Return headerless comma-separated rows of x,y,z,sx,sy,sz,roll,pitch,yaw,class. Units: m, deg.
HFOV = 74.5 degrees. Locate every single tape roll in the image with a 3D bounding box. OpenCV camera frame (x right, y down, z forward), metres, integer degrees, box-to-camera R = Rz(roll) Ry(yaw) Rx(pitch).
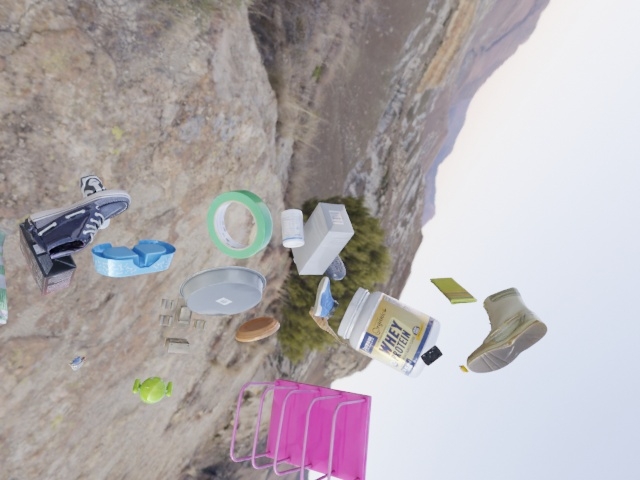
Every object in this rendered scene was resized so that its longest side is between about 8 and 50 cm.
-0.385,-0.078,1.995,0.322,0.321,0.077,-64,166,23,tape roll

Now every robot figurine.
-0.455,0.406,1.140,0.115,0.101,0.067,137,-36,-56,robot figurine

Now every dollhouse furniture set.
-0.667,0.400,2.014,0.161,0.212,0.242,-7,-107,64,dollhouse furniture set

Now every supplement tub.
-0.087,-0.037,1.319,0.071,0.070,0.107,96,-11,-75,supplement tub
0.242,0.322,1.510,0.228,0.316,0.228,-59,166,-25,supplement tub

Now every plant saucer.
-0.280,0.384,1.851,0.200,0.199,0.037,-43,121,-71,plant saucer

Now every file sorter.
-0.050,0.467,1.031,0.182,0.290,0.202,27,66,-56,file sorter

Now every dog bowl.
-0.680,0.064,1.545,0.297,0.165,0.074,-9,117,-51,dog bowl

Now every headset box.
-1.028,0.068,1.580,0.110,0.218,0.293,-24,174,-40,headset box

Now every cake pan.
-0.329,0.182,1.439,0.293,0.292,0.054,110,-28,-54,cake pan

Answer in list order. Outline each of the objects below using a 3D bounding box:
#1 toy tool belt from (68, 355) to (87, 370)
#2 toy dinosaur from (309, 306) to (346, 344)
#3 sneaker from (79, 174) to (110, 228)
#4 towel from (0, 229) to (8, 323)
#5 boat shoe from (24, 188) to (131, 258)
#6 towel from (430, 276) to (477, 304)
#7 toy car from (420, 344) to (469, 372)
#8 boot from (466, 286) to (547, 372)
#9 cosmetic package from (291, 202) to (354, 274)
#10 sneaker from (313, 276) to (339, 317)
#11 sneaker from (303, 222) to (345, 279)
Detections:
-1.150,0.571,1.992,0.052,0.051,0.083,-20,-157,21,toy tool belt
0.016,0.352,1.751,0.064,0.211,0.112,-40,-163,17,toy dinosaur
-0.858,-0.127,1.643,0.094,0.153,0.235,-18,129,-40,sneaker
-1.058,0.091,1.341,0.248,0.038,0.325,133,-52,-64,towel
-0.795,-0.054,1.444,0.340,0.158,0.127,-28,155,-33,boat shoe
0.514,0.194,1.645,0.237,0.102,0.021,-109,-162,-74,towel
0.330,0.335,1.134,0.060,0.122,0.040,-51,165,-15,toy car
0.449,0.228,1.081,0.213,0.077,0.165,-43,-157,19,boot
0.000,0.000,1.386,0.238,0.107,0.127,-56,-138,45,cosmetic package
0.031,0.218,1.603,0.058,0.084,0.152,174,-71,-72,sneaker
-0.017,0.070,1.720,0.112,0.319,0.131,11,123,-45,sneaker
